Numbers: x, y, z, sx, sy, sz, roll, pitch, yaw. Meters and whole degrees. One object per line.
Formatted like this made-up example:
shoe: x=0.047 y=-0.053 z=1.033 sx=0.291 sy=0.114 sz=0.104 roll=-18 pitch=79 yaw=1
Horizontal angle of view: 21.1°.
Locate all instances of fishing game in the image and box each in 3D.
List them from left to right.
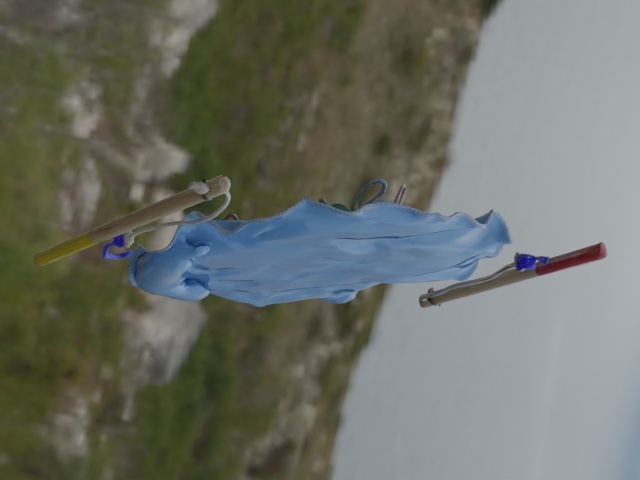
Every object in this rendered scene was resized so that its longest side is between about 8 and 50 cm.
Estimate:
fishing game: x=0.000 y=0.000 z=0.835 sx=0.264 sy=0.189 sz=0.041 roll=6 pitch=72 yaw=-38
